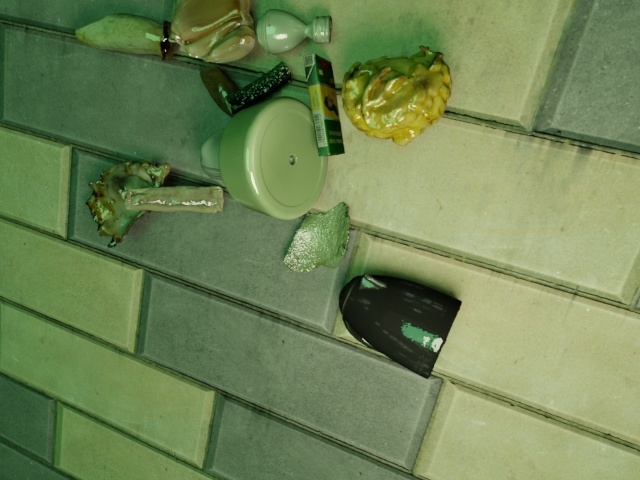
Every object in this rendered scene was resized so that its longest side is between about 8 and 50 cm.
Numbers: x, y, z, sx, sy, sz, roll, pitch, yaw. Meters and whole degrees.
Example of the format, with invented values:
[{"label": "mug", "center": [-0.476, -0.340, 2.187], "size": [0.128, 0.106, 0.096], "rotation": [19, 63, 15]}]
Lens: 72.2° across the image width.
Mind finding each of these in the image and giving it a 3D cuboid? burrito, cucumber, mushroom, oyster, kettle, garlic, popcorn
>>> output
[{"label": "burrito", "center": [-0.418, -0.114, 1.256], "size": [0.275, 0.059, 0.082], "rotation": [-4, 103, -19]}, {"label": "cucumber", "center": [-0.162, -0.392, 1.144], "size": [0.187, 0.058, 0.058], "rotation": [-32, 90, -2]}, {"label": "mushroom", "center": [-0.555, -0.588, 1.250], "size": [0.333, 0.087, 0.107], "rotation": [16, 107, 17]}, {"label": "oyster", "center": [-0.590, -0.152, 1.352], "size": [0.361, 0.096, 0.221], "rotation": [-41, 82, 22]}, {"label": "kettle", "center": [0.179, 0.213, 1.130], "size": [0.290, 0.207, 0.268], "rotation": [22, 135, 19]}, {"label": "garlic", "center": [-0.276, -0.566, 1.151], "size": [0.228, 0.110, 0.217], "rotation": [-6, 89, 14]}, {"label": "popcorn", "center": [0.164, -0.327, 0.993], "size": [0.250, 0.250, 0.190], "rotation": [-11, 136, 21]}]

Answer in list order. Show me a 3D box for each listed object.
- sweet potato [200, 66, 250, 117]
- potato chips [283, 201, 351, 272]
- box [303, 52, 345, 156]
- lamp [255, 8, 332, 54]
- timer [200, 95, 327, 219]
[{"label": "sweet potato", "center": [-0.242, -0.380, 1.193], "size": [0.077, 0.077, 0.243], "rotation": [-41, 86, 22]}, {"label": "potato chips", "center": [-0.004, 0.003, 1.207], "size": [0.228, 0.059, 0.167], "rotation": [-20, 89, 26]}, {"label": "box", "center": [0.012, -0.328, 1.087], "size": [0.034, 0.132, 0.235], "rotation": [-5, 101, 21]}, {"label": "lamp", "center": [-0.067, -0.520, 1.093], "size": [0.193, 0.106, 0.106], "rotation": [3, 103, 10]}, {"label": "timer", "center": [-0.184, -0.210, 1.135], "size": [0.315, 0.291, 0.290], "rotation": [9, 105, 38]}]
